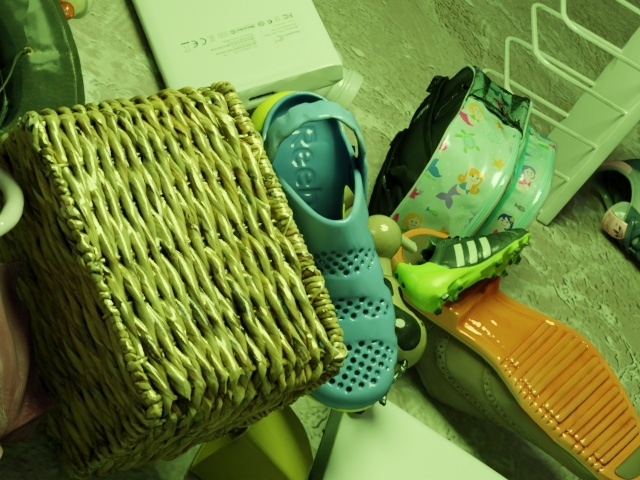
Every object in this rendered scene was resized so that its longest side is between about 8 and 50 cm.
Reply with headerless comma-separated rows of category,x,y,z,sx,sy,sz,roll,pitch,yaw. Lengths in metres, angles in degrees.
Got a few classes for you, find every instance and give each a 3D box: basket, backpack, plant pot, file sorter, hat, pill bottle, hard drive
basket,-0.155,0.040,1.308,0.223,0.213,0.299,-15,73,-39
backpack,0.160,-0.063,1.755,0.191,0.225,0.253,35,28,-1
plant pot,-0.055,0.199,1.371,0.083,0.081,0.081,46,32,-12
file sorter,0.325,-0.206,2.040,0.173,0.277,0.193,29,34,-13
hat,-0.385,-0.165,1.424,0.331,0.134,0.331,18,58,-31
pill bottle,-0.029,-0.225,1.886,0.160,0.087,0.087,32,34,-12
hard drive,-0.119,-0.285,1.816,0.203,0.040,0.307,-17,55,-10
hard drive,0.145,0.309,1.464,0.353,0.047,0.233,34,33,-9

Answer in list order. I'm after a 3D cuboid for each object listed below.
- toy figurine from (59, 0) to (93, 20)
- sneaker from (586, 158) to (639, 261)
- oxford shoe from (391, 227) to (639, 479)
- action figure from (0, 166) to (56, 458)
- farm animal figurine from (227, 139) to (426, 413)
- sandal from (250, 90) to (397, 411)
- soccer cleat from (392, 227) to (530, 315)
toy figurine,-0.330,-0.340,1.615,0.209,0.213,0.148,39,45,7
sneaker,0.468,0.007,2.108,0.131,0.112,0.319,5,41,-18
oxford shoe,0.203,0.147,1.615,0.130,0.132,0.363,-28,65,-41
action figure,-0.293,0.088,1.076,0.248,0.275,0.370,19,7,-1
farm animal figurine,-0.023,-0.012,1.519,0.330,0.172,0.326,28,32,-1
sandal,0.000,0.000,1.355,0.126,0.138,0.317,-12,80,-13
soccer cleat,0.153,0.017,1.575,0.179,0.060,0.072,-26,62,-37
